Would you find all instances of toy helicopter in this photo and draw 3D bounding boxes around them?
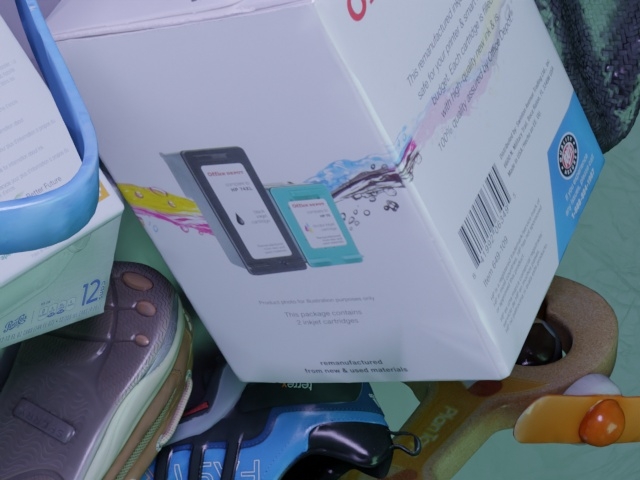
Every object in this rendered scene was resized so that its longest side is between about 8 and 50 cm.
[{"bbox_3d":[0.137,0.140,1.511,0.355,0.235,0.140,-44,147,-43],"label":"toy helicopter"}]

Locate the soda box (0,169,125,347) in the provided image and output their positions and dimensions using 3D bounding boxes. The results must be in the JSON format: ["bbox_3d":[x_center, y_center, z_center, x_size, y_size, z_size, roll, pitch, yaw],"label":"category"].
[{"bbox_3d":[-0.242,0.017,1.010,0.286,0.098,0.091,-19,130,-48],"label":"soda box"}]

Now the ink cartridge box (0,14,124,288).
[{"bbox_3d":[-0.227,-0.055,0.924,0.045,0.208,0.206,-27,-174,47],"label":"ink cartridge box"}]

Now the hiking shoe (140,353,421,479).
[{"bbox_3d":[-0.083,0.183,1.292,0.304,0.132,0.113,-41,151,15],"label":"hiking shoe"}]

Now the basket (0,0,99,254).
[{"bbox_3d":[-0.248,-0.068,0.719,0.289,0.255,0.201,-10,135,-17],"label":"basket"}]

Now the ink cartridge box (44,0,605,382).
[{"bbox_3d":[0.009,-0.080,1.081,0.270,0.197,0.198,61,41,-32],"label":"ink cartridge box"}]

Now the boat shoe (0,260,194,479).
[{"bbox_3d":[-0.182,0.169,1.212,0.324,0.123,0.116,-52,151,-10],"label":"boat shoe"}]

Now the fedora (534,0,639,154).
[{"bbox_3d":[0.138,-0.167,1.285,0.334,0.152,0.334,-12,107,-45],"label":"fedora"}]
